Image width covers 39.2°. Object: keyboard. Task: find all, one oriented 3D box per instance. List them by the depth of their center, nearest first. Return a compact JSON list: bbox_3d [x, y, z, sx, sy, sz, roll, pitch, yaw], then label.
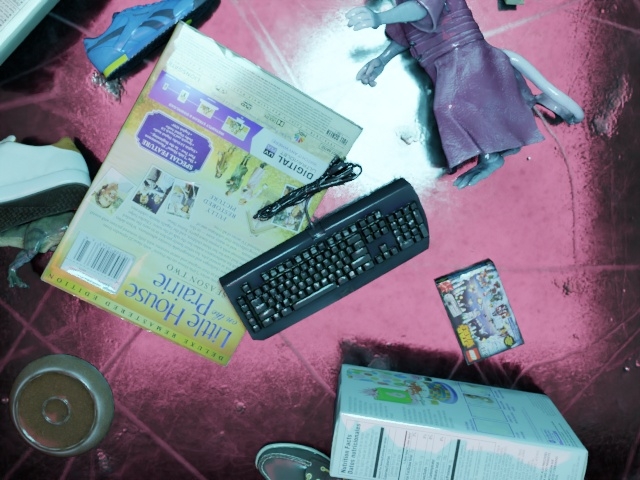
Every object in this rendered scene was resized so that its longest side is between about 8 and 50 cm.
[{"bbox_3d":[0.000,0.000,1.319,0.317,0.033,0.201,-30,110,-5],"label":"keyboard"}]

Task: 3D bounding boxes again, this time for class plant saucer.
[{"bbox_3d":[-0.410,0.264,1.410,0.169,0.029,0.168,0,96,1],"label":"plant saucer"}]

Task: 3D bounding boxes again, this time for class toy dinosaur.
[{"bbox_3d":[-0.424,0.012,1.365,0.268,0.064,0.118,-8,81,2],"label":"toy dinosaur"}]

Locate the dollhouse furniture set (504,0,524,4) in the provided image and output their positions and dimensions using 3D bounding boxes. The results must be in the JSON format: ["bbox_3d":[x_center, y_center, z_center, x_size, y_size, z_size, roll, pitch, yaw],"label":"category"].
[{"bbox_3d":[0.320,-0.459,1.289,0.101,0.182,0.160,-1,52,-15],"label":"dollhouse furniture set"}]

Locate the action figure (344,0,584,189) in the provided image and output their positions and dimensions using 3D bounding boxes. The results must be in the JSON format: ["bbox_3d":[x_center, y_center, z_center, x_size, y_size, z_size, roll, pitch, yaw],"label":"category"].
[{"bbox_3d":[0.182,-0.270,1.222,0.276,0.248,0.370,-23,98,3],"label":"action figure"}]

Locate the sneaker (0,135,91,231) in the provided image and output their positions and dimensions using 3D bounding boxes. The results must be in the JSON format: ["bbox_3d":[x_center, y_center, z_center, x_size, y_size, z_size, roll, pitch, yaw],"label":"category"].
[{"bbox_3d":[-0.490,-0.081,1.327,0.290,0.106,0.123,-14,62,-14],"label":"sneaker"}]

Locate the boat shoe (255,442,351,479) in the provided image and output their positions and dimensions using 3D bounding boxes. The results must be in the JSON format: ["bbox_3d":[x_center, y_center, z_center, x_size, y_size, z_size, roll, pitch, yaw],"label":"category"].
[{"bbox_3d":[0.005,0.382,1.389,0.228,0.068,0.081,23,97,-1],"label":"boat shoe"}]

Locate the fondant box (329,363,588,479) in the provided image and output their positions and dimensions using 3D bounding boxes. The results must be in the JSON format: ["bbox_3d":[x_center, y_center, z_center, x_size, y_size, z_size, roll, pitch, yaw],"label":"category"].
[{"bbox_3d":[0.183,0.275,1.287,0.331,0.238,0.096,10,98,1],"label":"fondant box"}]

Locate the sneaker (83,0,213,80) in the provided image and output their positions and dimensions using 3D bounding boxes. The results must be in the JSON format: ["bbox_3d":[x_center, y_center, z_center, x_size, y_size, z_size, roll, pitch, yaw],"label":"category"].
[{"bbox_3d":[-0.254,-0.323,1.318,0.209,0.069,0.082,-34,91,5],"label":"sneaker"}]

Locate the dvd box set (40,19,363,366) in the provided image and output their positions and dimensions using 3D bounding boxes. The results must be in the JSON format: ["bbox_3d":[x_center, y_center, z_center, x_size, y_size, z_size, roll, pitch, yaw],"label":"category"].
[{"bbox_3d":[-0.172,-0.060,1.318,0.308,0.062,0.420,28,97,-15],"label":"dvd box set"}]

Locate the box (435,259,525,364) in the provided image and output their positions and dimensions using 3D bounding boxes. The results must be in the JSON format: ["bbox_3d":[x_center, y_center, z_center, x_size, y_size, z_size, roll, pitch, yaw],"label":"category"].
[{"bbox_3d":[0.243,0.110,1.372,0.094,0.027,0.137,-22,96,5],"label":"box"}]

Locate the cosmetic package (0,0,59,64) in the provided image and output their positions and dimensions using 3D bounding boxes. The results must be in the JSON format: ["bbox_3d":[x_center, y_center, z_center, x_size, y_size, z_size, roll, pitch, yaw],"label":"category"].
[{"bbox_3d":[-0.443,-0.381,1.262,0.160,0.113,0.309,43,88,-14],"label":"cosmetic package"}]
